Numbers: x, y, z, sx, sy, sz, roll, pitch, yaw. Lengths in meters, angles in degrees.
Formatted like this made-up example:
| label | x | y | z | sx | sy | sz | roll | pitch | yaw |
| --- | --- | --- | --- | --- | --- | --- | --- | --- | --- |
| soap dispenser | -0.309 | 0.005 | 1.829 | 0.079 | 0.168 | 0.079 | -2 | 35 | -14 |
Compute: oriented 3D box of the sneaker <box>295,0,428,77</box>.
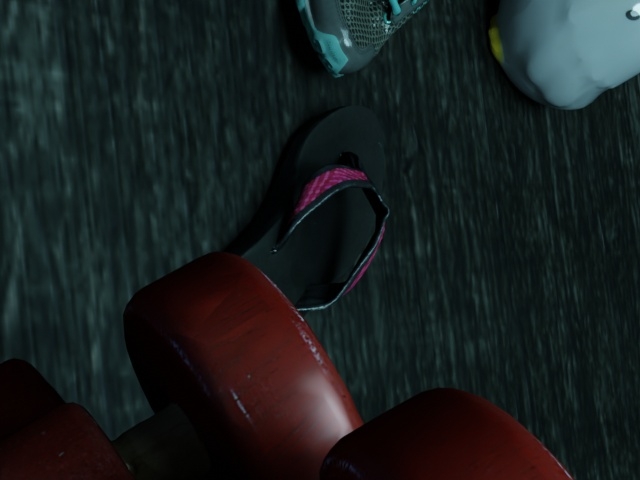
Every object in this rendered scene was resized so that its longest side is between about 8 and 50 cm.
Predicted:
| label | x | y | z | sx | sy | sz | roll | pitch | yaw |
| --- | --- | --- | --- | --- | --- | --- | --- | --- | --- |
| sneaker | 0.042 | -0.143 | 0.784 | 0.065 | 0.076 | 0.166 | 59 | 38 | -30 |

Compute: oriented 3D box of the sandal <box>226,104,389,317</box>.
| label | x | y | z | sx | sy | sz | roll | pitch | yaw |
| --- | --- | --- | --- | --- | --- | --- | --- | --- | --- |
| sandal | 0.000 | 0.000 | 0.715 | 0.067 | 0.040 | 0.179 | 64 | 36 | -25 |

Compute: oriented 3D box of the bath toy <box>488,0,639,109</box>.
| label | x | y | z | sx | sy | sz | roll | pitch | yaw |
| --- | --- | --- | --- | --- | --- | --- | --- | --- | --- |
| bath toy | 0.185 | -0.245 | 0.988 | 0.151 | 0.129 | 0.348 | 42 | 50 | -46 |

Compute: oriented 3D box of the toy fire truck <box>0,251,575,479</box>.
| label | x | y | z | sx | sy | sz | roll | pitch | yaw |
| --- | --- | --- | --- | --- | --- | --- | --- | --- | --- |
| toy fire truck | -0.024 | 0.162 | 0.438 | 0.169 | 0.302 | 0.254 | -28 | 117 | -19 |
